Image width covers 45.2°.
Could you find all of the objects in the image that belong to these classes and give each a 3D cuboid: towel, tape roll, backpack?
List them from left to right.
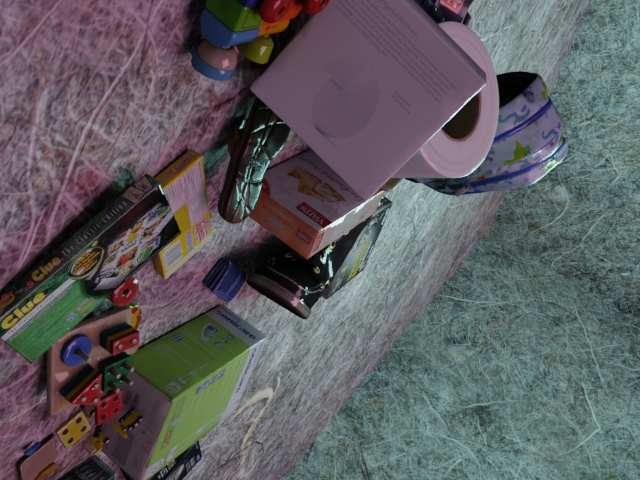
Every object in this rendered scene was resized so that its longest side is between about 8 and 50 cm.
[{"bbox_3d":[-0.168,0.073,1.395,0.067,0.029,0.119,-55,162,-7],"label":"towel"},{"bbox_3d":[0.158,-0.224,1.265,0.246,0.169,0.246,-4,96,-44],"label":"tape roll"},{"bbox_3d":[0.338,-0.223,1.600,0.290,0.273,0.355,-32,179,-26],"label":"backpack"}]

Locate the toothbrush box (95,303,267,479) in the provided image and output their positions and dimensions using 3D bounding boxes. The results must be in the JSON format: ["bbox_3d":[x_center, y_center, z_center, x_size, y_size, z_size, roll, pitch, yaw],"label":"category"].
[{"bbox_3d":[-0.246,0.267,1.384,0.283,0.122,0.206,-27,146,-56],"label":"toothbrush box"}]

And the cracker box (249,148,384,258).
[{"bbox_3d":[-0.010,-0.075,1.338,0.232,0.155,0.067,-35,155,-50],"label":"cracker box"}]

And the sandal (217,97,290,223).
[{"bbox_3d":[-0.106,-0.131,1.131,0.090,0.060,0.219,29,79,-58],"label":"sandal"}]

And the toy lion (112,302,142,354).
[{"bbox_3d":[-0.309,0.142,1.154,0.100,0.034,0.096,-37,148,-44],"label":"toy lion"}]

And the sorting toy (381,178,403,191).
[{"bbox_3d":[0.125,-0.208,1.404,0.047,0.196,0.347,-15,-162,35],"label":"sorting toy"}]

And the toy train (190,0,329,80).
[{"bbox_3d":[-0.056,-0.284,0.959,0.248,0.105,0.143,-33,161,-52],"label":"toy train"}]

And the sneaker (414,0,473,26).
[{"bbox_3d":[0.166,-0.412,1.217,0.131,0.148,0.350,-59,162,10],"label":"sneaker"}]

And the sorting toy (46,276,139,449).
[{"bbox_3d":[-0.318,0.184,1.093,0.132,0.046,0.275,-21,130,-48],"label":"sorting toy"}]

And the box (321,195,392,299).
[{"bbox_3d":[0.076,0.012,1.884,0.183,0.056,0.231,-35,153,-49],"label":"box"}]

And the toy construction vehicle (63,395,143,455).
[{"bbox_3d":[-0.348,0.294,1.226,0.098,0.086,0.035,-42,164,-39],"label":"toy construction vehicle"}]

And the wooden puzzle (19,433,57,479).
[{"bbox_3d":[-0.438,0.341,1.192,0.078,0.014,0.116,-42,159,-48],"label":"wooden puzzle"}]

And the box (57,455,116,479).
[{"bbox_3d":[-0.484,0.519,1.308,0.270,0.060,0.216,-30,149,-55],"label":"box"}]

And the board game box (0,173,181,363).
[{"bbox_3d":[-0.292,0.037,0.968,0.259,0.030,0.136,-43,162,-18],"label":"board game box"}]

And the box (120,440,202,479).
[{"bbox_3d":[-0.324,0.447,1.571,0.147,0.077,0.180,-45,160,-28],"label":"box"}]

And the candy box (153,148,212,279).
[{"bbox_3d":[-0.206,-0.033,1.111,0.105,0.027,0.206,-47,160,-27],"label":"candy box"}]

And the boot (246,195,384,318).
[{"bbox_3d":[0.000,0.000,1.493,0.284,0.138,0.377,-57,172,2],"label":"boot"}]

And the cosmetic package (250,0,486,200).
[{"bbox_3d":[0.070,-0.221,1.055,0.224,0.224,0.138,-44,-175,23],"label":"cosmetic package"}]
